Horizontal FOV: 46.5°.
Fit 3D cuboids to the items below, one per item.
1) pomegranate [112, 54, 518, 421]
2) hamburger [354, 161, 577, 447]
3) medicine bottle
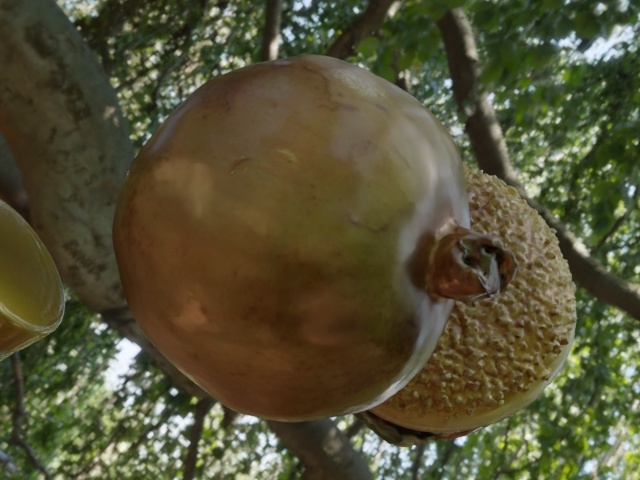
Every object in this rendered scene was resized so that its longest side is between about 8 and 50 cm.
[{"bbox_3d":[0.000,0.000,0.523,0.270,0.252,0.229,19,-31,33],"label":"pomegranate"},{"bbox_3d":[0.111,0.053,0.762,0.302,0.302,0.170,40,-20,2],"label":"hamburger"},{"bbox_3d":[-0.531,0.081,1.063,0.238,0.231,0.238,59,6,-10],"label":"medicine bottle"}]
